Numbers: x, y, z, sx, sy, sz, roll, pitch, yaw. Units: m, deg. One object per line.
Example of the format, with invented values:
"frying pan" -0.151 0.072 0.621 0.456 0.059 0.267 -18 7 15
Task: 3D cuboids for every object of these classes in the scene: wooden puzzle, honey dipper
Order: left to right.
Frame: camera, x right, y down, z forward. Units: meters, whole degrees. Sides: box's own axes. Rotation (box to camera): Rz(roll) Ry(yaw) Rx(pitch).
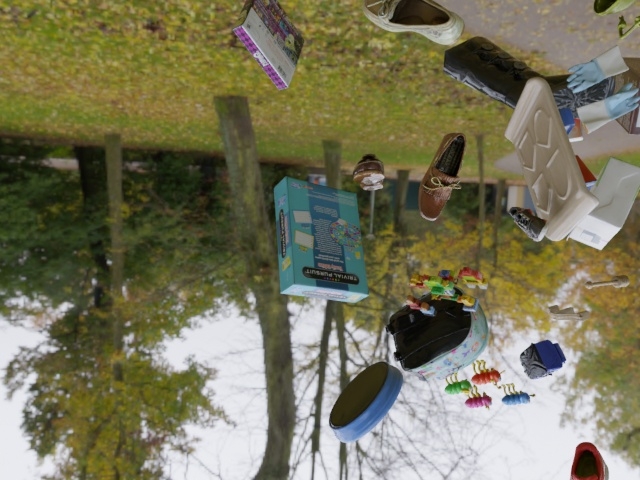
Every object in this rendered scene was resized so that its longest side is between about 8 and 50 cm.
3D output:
"wooden puzzle" 0.596 -0.202 1.522 0.081 0.347 0.322 -17 162 0
"honey dipper" 0.712 0.107 1.484 0.161 0.030 0.030 -3 -173 -32

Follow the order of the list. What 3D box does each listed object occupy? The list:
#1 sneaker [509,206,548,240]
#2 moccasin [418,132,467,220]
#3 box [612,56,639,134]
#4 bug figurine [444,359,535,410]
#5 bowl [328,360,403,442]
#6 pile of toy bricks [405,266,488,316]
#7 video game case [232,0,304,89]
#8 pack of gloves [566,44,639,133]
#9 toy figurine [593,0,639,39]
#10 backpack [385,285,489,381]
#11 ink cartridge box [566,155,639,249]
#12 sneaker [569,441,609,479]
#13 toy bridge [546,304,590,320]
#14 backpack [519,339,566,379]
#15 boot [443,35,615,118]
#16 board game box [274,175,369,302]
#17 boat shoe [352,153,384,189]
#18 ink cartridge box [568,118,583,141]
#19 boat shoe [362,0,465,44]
"sneaker" 0.524 -0.046 1.523 0.065 0.061 0.158 19 -163 -11
"moccasin" 0.516 -0.265 2.479 0.139 0.380 0.147 26 -177 -5
"box" 1.086 -0.496 2.023 0.143 0.191 0.381 2 -153 9
"bug figurine" 0.501 0.452 1.794 0.216 0.072 0.279 -22 136 36
"bowl" 0.184 0.674 2.528 0.077 0.391 0.391 44 179 -8
"pile of toy bricks" 0.288 0.113 1.456 0.212 0.118 0.105 1 149 42
"video game case" -0.142 -0.590 1.716 0.042 0.210 0.232 -8 143 33
"pack of gloves" 0.831 -0.445 1.725 0.232 0.195 0.046 -27 -175 -17
"toy figurine" 0.794 -0.589 1.255 0.217 0.191 0.362 4 142 -24
"backpack" 0.342 0.256 1.663 0.191 0.225 0.253 29 124 -34
"ink cartridge box" 0.914 -0.102 1.924 0.119 0.207 0.353 25 173 18
"sneaker" 0.632 0.615 1.429 0.107 0.118 0.279 -8 -139 29
"toy bridge" 0.740 0.223 1.810 0.063 0.026 0.188 -15 -178 -8
"backpack" 0.646 0.353 1.733 0.101 0.098 0.120 -5 151 -16
"boot" 0.673 -0.543 1.958 0.367 0.146 0.445 -14 -141 -26
"board game box" 0.000 0.000 1.733 0.254 0.336 0.079 11 151 -31
"boat shoe" 0.113 -0.167 1.393 0.073 0.073 0.207 -2 177 5
"ink cartridge box" 0.860 -0.427 2.183 0.179 0.145 0.045 -6 168 27
"boat shoe" 0.219 -0.568 1.468 0.285 0.104 0.089 26 -173 28
